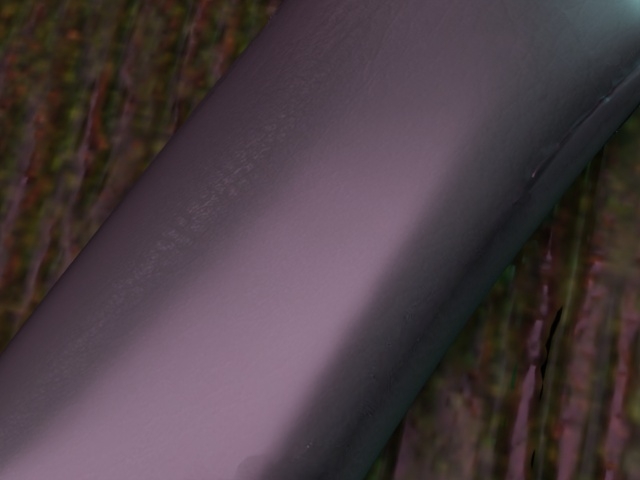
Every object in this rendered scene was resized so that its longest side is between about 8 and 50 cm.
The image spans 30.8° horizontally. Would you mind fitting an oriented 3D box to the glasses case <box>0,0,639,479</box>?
[{"bbox_3d":[0.002,0.001,0.394,0.128,0.083,0.308,35,75,10],"label":"glasses case"}]
